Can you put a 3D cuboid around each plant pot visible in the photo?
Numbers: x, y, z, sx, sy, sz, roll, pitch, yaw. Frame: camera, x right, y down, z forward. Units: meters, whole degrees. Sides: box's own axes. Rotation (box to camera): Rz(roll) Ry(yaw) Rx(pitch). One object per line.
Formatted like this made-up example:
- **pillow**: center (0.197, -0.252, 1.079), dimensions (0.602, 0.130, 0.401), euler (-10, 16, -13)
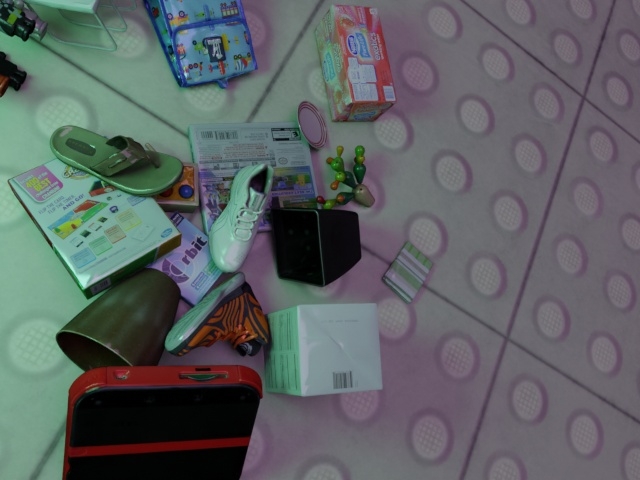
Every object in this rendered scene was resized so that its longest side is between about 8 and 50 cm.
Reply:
- **plant pot**: center (0.000, 0.000, 1.473), dimensions (0.167, 0.188, 0.188), euler (-14, 103, -40)
- **plant pot**: center (-0.415, 0.178, 1.265), dimensions (0.215, 0.215, 0.230), euler (38, 51, -11)

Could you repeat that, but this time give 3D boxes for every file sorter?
- **file sorter**: center (-0.546, -0.618, 1.372), dimensions (0.192, 0.173, 0.278), euler (12, 71, 9)

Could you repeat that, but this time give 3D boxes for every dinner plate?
- **dinner plate**: center (-0.026, -0.323, 1.612), dimensions (0.141, 0.017, 0.141), euler (26, 56, -46)

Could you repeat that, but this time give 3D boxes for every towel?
- **towel**: center (0.254, 0.091, 1.664), dimensions (0.113, 0.023, 0.152), euler (42, 63, -12)

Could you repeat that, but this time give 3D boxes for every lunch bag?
- **lunch bag**: center (-0.309, -0.545, 1.525), dimensions (0.221, 0.138, 0.293), euler (-22, 100, -27)

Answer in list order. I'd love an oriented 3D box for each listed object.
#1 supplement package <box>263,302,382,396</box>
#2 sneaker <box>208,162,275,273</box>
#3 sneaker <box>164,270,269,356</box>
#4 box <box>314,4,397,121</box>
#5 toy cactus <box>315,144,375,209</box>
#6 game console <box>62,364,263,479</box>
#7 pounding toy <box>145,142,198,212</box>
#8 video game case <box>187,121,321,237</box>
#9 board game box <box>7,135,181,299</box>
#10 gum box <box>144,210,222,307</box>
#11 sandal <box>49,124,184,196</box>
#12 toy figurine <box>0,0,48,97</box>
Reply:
- **supplement package**: center (-0.005, 0.261, 1.372), dimensions (0.199, 0.262, 0.198), euler (2, 78, -23)
- **sneaker**: center (-0.190, -0.064, 1.404), dimensions (0.111, 0.129, 0.297), euler (20, 72, -21)
- **sneaker**: center (-0.210, 0.207, 1.315), dimensions (0.180, 0.124, 0.321), euler (56, 30, -8)
- **box**: center (0.097, -0.509, 1.667), dimensions (0.154, 0.142, 0.300), euler (-7, 80, -25)
- **toy cactus**: center (0.079, -0.155, 1.613), dimensions (0.180, 0.112, 0.219), euler (42, 58, -31)
- **game console**: center (-0.329, 0.407, 1.212), dimensions (0.386, 0.060, 0.342), euler (5, 120, -22)
- **pounding toy**: center (-0.367, -0.150, 1.402), dimensions (0.130, 0.100, 0.141), euler (2, 77, -23)
- **video game case**: center (-0.168, -0.169, 1.531), dimensions (0.328, 0.036, 0.300), euler (-7, 81, -26)
- **board game box**: center (-0.503, -0.061, 1.294), dimensions (0.242, 0.064, 0.316), euler (-33, 75, -26)
- **gum box**: center (-0.332, 0.046, 1.404), dimensions (0.184, 0.041, 0.157), euler (41, 66, -9)
- **sandal**: center (-0.458, -0.185, 1.280), dimensions (0.302, 0.086, 0.120), euler (17, 62, -5)
- **toy figurine**: center (-0.712, -0.433, 1.244), dimensions (0.148, 0.213, 0.210), euler (27, 104, -20)
